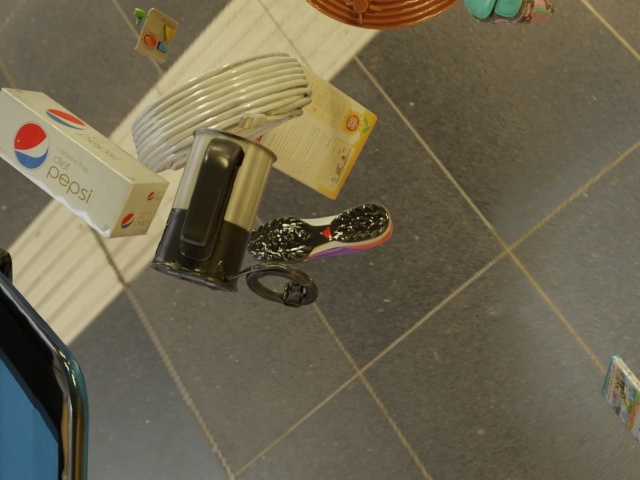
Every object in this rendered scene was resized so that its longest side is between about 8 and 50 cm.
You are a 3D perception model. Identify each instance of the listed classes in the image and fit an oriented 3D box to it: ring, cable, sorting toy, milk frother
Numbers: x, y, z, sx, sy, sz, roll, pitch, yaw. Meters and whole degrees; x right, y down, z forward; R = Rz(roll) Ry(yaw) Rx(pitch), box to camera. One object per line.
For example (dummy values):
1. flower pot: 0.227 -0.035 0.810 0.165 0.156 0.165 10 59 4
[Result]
1. ring: 0.083 -0.452 1.080 0.336 0.032 0.337 3 101 14
2. cable: -0.137 -0.171 1.119 0.257 0.257 0.089 -20 97 38
3. sorting toy: -0.229 -0.282 1.113 0.012 0.083 0.062 26 94 31
4. milk frother: -0.064 -0.018 0.746 0.129 0.143 0.135 -10 62 69

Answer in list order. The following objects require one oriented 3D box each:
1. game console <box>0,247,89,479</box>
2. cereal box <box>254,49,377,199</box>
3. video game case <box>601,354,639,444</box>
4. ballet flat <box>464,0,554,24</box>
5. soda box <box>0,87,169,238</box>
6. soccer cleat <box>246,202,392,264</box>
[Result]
1. game console: -0.255 0.162 0.493 0.250 0.173 0.293 4 107 -7
2. cereal box: -0.027 -0.194 1.416 0.047 0.240 0.173 30 92 51
3. video game case: 0.546 0.293 1.410 0.015 0.119 0.166 -20 48 -11
4. ballet flat: 0.312 -0.386 1.351 0.221 0.079 0.077 -127 55 -64
5. soda box: -0.280 -0.090 0.931 0.216 0.069 0.074 34 107 18
6. soccer cleat: 0.000 0.000 1.765 0.318 0.116 0.109 -12 68 8
